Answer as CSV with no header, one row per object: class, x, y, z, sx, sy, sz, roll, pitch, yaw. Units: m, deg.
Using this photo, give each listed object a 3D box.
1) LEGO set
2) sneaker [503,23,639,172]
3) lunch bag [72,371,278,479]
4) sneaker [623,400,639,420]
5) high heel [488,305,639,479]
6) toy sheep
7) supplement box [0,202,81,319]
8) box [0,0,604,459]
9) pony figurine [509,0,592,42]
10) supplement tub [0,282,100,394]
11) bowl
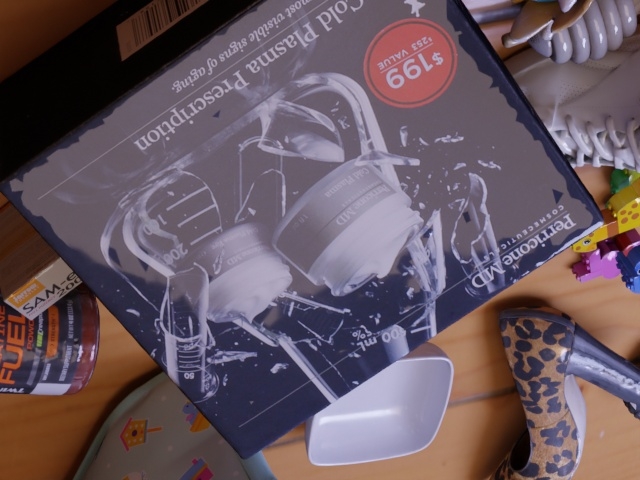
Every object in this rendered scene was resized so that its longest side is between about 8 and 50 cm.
LEGO set,0.263,-0.016,1.632,0.093,0.087,0.227,-20,134,-5
sneaker,0.250,-0.092,1.479,0.292,0.169,0.108,-21,132,10
lunch bag,-0.123,0.268,1.629,0.160,0.223,0.262,11,124,-38
sneaker,0.426,0.152,1.861,0.211,0.080,0.081,-1,134,-24
high heel,0.198,0.169,1.802,0.186,0.093,0.261,31,128,-16
toy sheep,0.210,-0.186,1.446,0.132,0.091,0.091,-26,136,-1
supplement box,-0.232,0.008,1.430,0.062,0.098,0.036,-36,135,12
box,-0.018,-0.065,1.346,0.343,0.179,0.312,-34,119,9
pony figurine,0.273,-0.315,1.218,0.363,0.303,0.351,-40,162,-15
supplement tub,-0.290,0.075,1.462,0.198,0.106,0.106,3,129,-26
bowl,0.051,0.152,1.718,0.142,0.053,0.142,-5,131,-19
